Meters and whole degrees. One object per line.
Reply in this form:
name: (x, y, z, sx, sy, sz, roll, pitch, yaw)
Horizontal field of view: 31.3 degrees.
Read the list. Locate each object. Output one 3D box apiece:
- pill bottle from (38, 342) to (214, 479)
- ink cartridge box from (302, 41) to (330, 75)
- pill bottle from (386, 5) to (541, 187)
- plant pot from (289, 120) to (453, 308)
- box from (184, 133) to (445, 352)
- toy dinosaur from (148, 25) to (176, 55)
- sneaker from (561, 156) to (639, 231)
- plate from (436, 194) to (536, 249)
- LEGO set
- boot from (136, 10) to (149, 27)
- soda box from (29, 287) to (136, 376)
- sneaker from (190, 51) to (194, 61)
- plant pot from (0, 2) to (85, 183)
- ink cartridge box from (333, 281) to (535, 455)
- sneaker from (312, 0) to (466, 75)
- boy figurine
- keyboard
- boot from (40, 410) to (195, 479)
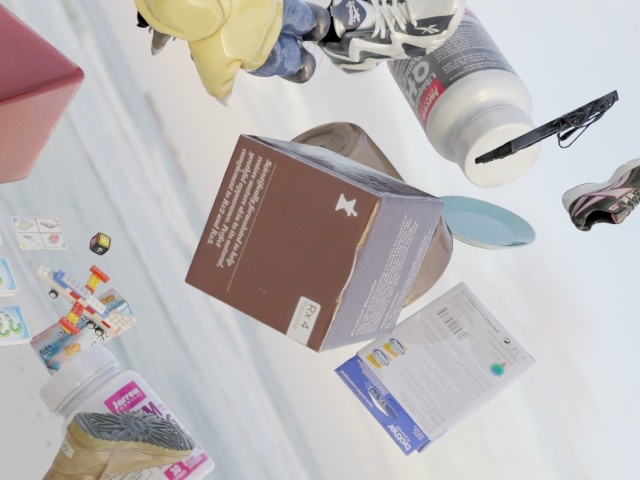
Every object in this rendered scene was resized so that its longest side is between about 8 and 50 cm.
pill bottle: (-0.322, 0.317, 1.882, 0.283, 0.160, 0.160, 48, -6, 5)
ink cartridge box: (-0.036, -0.412, 2.470, 0.061, 0.104, 0.181, 26, 21, 21)
pill bottle: (0.234, -0.234, 1.848, 0.176, 0.176, 0.318, 70, -2, -47)
plant pot: (0.037, -0.041, 1.678, 0.229, 0.263, 0.263, 62, -3, -33)
box: (0.000, 0.000, 1.193, 0.167, 0.168, 0.203, 26, 10, 22)
toy dinosaur: (-0.148, -0.375, 1.643, 0.121, 0.313, 0.160, 56, 17, -23)
sneaker: (0.472, -0.063, 1.789, 0.072, 0.178, 0.077, 41, 31, -39)
plate: (0.259, -0.024, 1.874, 0.188, 0.188, 0.024, -122, -138, -56)
LEGO set: (-0.340, 0.036, 1.430, 0.244, 0.060, 0.182, 0, 61, -51)
boot: (-0.280, -0.495, 2.150, 0.137, 0.077, 0.198, -44, 154, -56)
soda box: (-0.429, 0.165, 2.070, 0.063, 0.183, 0.058, 36, -27, 47)
sneaker: (-0.177, -0.333, 1.477, 0.104, 0.125, 0.262, 16, 39, -59)
plant pot: (-0.623, -0.248, 1.987, 0.267, 0.267, 0.236, 39, 27, 3)
ink cartridge box: (0.182, 0.212, 1.855, 0.186, 0.311, 0.065, 49, -37, 16)
sneaker: (0.087, -0.329, 1.694, 0.153, 0.235, 0.094, 14, 67, -54)
boy figurine: (-0.098, -0.239, 1.279, 0.092, 0.177, 0.285, 24, 12, 29)
keyboard: (0.278, -0.124, 1.344, 0.038, 0.192, 0.100, 63, -29, 0)
boot: (-0.347, 0.383, 1.733, 0.236, 0.269, 0.089, 17, 22, -42)
